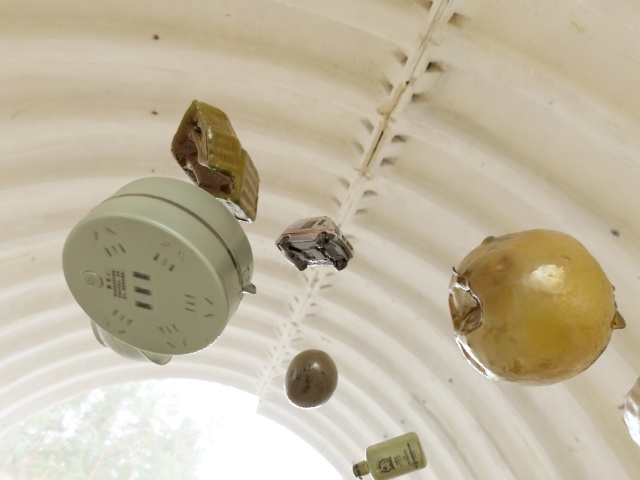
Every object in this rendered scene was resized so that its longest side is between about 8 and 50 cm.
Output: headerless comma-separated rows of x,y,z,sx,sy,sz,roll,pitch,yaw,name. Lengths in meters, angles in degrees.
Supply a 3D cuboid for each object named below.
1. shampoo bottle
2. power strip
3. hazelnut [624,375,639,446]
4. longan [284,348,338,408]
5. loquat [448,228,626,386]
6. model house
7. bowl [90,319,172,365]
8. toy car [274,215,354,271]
0.146,0.478,1.135,0.162,0.079,0.079,-21,-52,5,shampoo bottle
-0.300,0.058,1.017,0.357,0.161,0.357,7,-57,11,power strip
0.824,0.395,1.172,0.241,0.261,0.261,32,-30,39,hazelnut
-0.029,0.487,1.844,0.196,0.196,0.220,18,-72,6,longan
0.304,0.095,0.741,0.244,0.244,0.244,13,-42,12,loquat
-0.245,-0.162,1.243,0.173,0.239,0.268,-29,-28,-1,model house
-0.541,0.219,1.444,0.146,0.313,0.313,-19,-50,1,bowl
0.000,0.000,1.122,0.209,0.108,0.089,-5,-51,51,toy car
